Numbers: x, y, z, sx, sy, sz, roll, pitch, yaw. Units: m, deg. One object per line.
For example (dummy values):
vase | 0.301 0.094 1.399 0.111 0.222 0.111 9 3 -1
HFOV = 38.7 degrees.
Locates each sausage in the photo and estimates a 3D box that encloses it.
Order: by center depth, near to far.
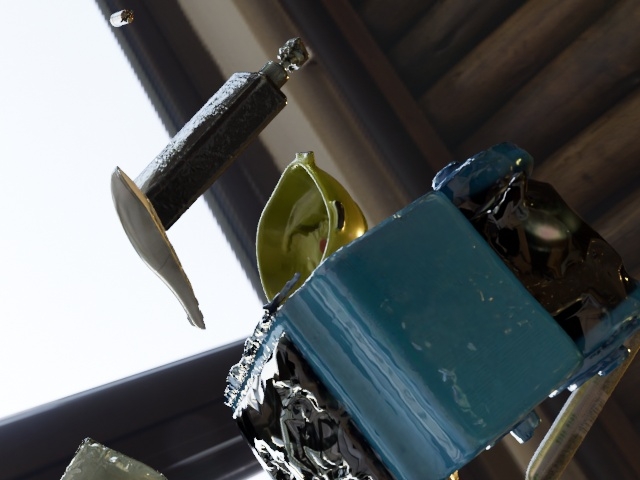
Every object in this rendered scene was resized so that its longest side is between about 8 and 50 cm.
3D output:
sausage | 0.275 0.138 0.898 0.033 0.033 0.269 29 -98 35

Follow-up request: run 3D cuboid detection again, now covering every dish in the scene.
dish | 0.000 0.000 1.441 0.221 0.108 0.262 60 -42 40

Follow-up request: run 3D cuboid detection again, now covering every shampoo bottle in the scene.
shampoo bottle | -0.127 -0.146 1.199 0.071 0.309 0.098 47 -12 -23

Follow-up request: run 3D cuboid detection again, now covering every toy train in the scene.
toy train | 0.076 0.083 0.655 0.188 0.265 0.300 51 -28 15

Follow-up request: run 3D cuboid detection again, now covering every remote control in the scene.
remote control | -0.191 0.014 1.056 0.073 0.044 0.229 46 -19 54

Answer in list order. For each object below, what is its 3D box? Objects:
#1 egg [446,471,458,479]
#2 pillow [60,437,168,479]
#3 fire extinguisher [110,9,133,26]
egg | 0.057 0.305 1.317 0.310 0.279 0.279 46 -54 21
pillow | -0.285 0.356 1.075 0.128 0.051 0.229 26 -107 16
fire extinguisher | -0.326 -0.364 1.496 0.022 0.028 0.083 47 -14 -25
